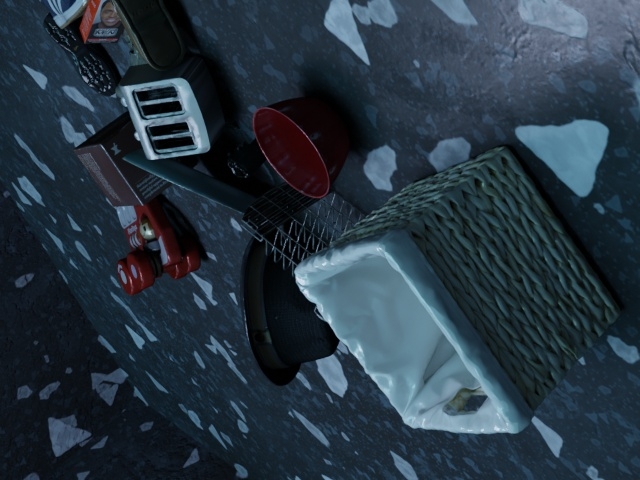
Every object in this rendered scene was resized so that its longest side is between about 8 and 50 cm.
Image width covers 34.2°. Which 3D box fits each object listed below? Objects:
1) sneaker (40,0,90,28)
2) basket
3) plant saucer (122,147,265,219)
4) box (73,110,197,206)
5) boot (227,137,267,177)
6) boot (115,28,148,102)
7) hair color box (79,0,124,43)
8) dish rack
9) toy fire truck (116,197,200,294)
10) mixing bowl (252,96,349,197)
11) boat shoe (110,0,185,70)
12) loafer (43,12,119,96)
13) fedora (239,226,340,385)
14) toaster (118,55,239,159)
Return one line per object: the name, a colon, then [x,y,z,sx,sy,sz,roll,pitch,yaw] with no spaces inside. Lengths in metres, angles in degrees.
sneaker: [-0.524,-0.527,2.112,0.153,0.099,0.282,55,159,-16]
basket: [0.193,0.077,1.537,0.331,0.266,0.328,52,157,-8]
plant saucer: [-0.251,-0.121,2.139,0.317,0.044,0.317,25,-179,-1]
box: [-0.418,-0.188,2.343,0.167,0.168,0.203,58,156,-18]
boot: [-0.109,-0.153,1.935,0.121,0.099,0.045,28,150,41]
boot: [-0.370,-0.369,2.131,0.246,0.083,0.161,6,121,56]
hair color box: [-0.415,-0.443,2.024,0.141,0.072,0.043,-51,54,51]
dish rack: [0.000,0.000,1.855,0.271,0.208,0.074,39,142,24]
toy fire truck: [-0.447,-0.009,2.704,0.302,0.169,0.254,-24,87,65]
mixing bowl: [-0.017,-0.172,1.745,0.181,0.098,0.181,40,155,23]
boat shoe: [-0.342,-0.455,1.881,0.104,0.111,0.307,43,152,51]
loafer: [-0.528,-0.422,2.327,0.223,0.076,0.078,52,-166,-21]
fedora: [-0.041,0.129,2.129,0.152,0.334,0.334,-5,131,19]
toaster: [-0.276,-0.254,1.993,0.185,0.110,0.168,-5,123,18]
